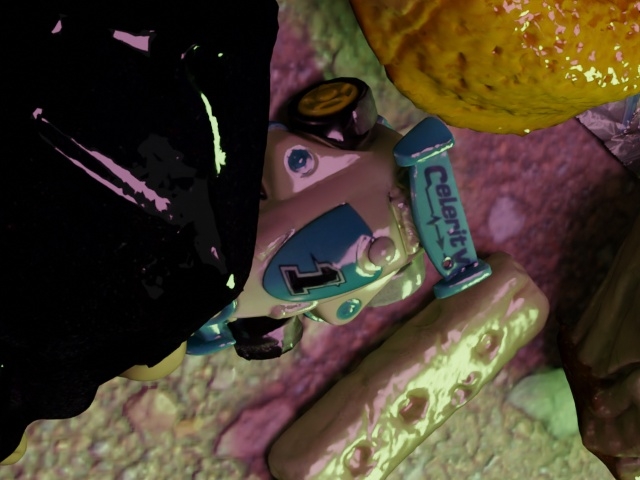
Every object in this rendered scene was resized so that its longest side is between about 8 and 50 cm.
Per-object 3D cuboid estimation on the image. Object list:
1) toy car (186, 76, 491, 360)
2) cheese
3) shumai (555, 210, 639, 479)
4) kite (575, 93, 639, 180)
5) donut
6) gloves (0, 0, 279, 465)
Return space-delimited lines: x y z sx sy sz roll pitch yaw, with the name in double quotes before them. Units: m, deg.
"toy car" 0.000 0.000 1.032 0.161 0.098 0.126 -31 120 -25
"cheese" 0.052 0.083 1.136 0.194 0.043 0.065 -42 120 -14
"shumai" 0.205 0.060 1.192 0.201 0.120 0.201 -11 90 -70
"kite" 0.224 -0.077 1.223 0.169 0.015 0.310 -42 124 -15
"donut" 0.125 -0.201 1.022 0.303 0.110 0.303 -5 98 -36
"gloves" -0.127 -0.003 0.887 0.301 0.197 0.152 103 2 -52
